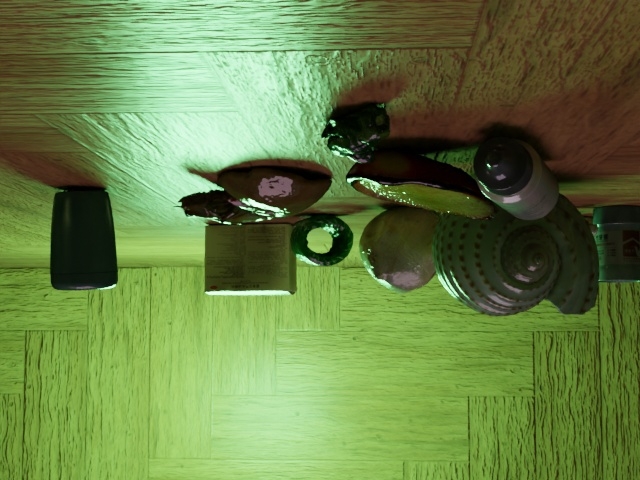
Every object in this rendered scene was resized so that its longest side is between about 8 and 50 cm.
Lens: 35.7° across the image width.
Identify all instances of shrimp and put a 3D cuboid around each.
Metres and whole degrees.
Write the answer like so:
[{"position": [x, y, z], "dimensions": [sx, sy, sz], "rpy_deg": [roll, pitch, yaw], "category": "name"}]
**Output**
[{"position": [-0.137, -0.060, 1.779], "dimensions": [0.152, 0.063, 0.287], "rpy_deg": [0, 180, 30], "category": "shrimp"}]

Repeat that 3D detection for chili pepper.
[{"position": [0.039, -0.124, 1.211], "dimensions": [0.073, 0.050, 0.182], "rpy_deg": [-6, 177, -4], "category": "chili pepper"}]

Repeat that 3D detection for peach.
[{"position": [0.160, -0.085, 1.435], "dimensions": [0.189, 0.068, 0.279], "rpy_deg": [9, 176, 40], "category": "peach"}]

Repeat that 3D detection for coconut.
[{"position": [0.170, 0.019, 2.065], "dimensions": [0.194, 0.194, 0.194], "rpy_deg": [0, 175, 0], "category": "coconut"}]

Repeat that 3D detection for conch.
[{"position": [0.334, -0.002, 1.699], "dimensions": [0.303, 0.215, 0.319], "rpy_deg": [7, -155, -13], "category": "conch"}]

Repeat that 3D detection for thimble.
[{"position": [0.000, 0.000, 2.200], "dimensions": [0.130, 0.118, 0.090], "rpy_deg": [30, 169, -17], "category": "thimble"}]

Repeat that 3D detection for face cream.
[{"position": [0.267, -0.087, 1.371], "dimensions": [0.092, 0.092, 0.311], "rpy_deg": [-2, 175, 19], "category": "face cream"}]

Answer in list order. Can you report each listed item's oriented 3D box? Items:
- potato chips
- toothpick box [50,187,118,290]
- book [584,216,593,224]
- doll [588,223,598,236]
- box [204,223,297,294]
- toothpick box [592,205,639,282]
[{"position": [-0.075, -0.078, 1.654], "dimensions": [0.195, 0.061, 0.208], "rpy_deg": [3, 177, -10], "category": "potato chips"}, {"position": [-0.431, -0.003, 1.809], "dimensions": [0.120, 0.184, 0.120], "rpy_deg": [-1, 180, 0], "category": "toothpick box"}, {"position": [0.608, -0.032, 2.308], "dimensions": [0.231, 0.026, 0.161], "rpy_deg": [3, 174, -31], "category": "book"}, {"position": [0.458, -0.024, 2.084], "dimensions": [0.217, 0.085, 0.183], "rpy_deg": [-3, -177, 3], "category": "doll"}, {"position": [-0.167, 0.047, 2.396], "dimensions": [0.212, 0.168, 0.095], "rpy_deg": [-1, 173, 10], "category": "box"}, {"position": [0.617, 0.009, 2.060], "dimensions": [0.101, 0.153, 0.101], "rpy_deg": [0, 174, 0], "category": "toothpick box"}]
